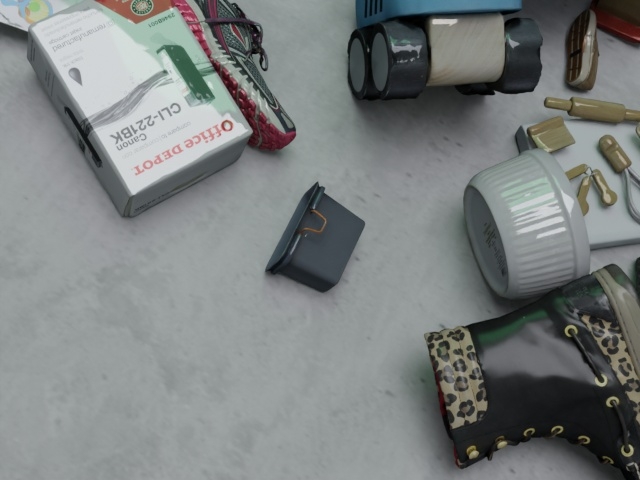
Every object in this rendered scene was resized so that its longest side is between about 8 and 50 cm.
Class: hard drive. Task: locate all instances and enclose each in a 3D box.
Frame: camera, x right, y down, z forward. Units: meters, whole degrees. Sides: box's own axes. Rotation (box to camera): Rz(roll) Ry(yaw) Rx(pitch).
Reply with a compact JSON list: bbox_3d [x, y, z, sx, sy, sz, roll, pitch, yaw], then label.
[{"bbox_3d":[0.467,-0.095,1.641,0.308,0.040,0.203,-7,70,-13],"label":"hard drive"}]

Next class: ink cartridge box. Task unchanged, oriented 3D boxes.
[{"bbox_3d":[-0.249,-0.199,1.487,0.197,0.114,0.272,-30,87,-20],"label":"ink cartridge box"}]

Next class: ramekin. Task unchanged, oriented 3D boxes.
[{"bbox_3d":[0.276,-0.016,1.491,0.109,0.207,0.207,-17,73,-7],"label":"ramekin"}]

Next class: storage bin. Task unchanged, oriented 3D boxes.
[{"bbox_3d":[0.000,0.000,1.493,0.091,0.098,0.135,29,66,-10],"label":"storage bin"}]

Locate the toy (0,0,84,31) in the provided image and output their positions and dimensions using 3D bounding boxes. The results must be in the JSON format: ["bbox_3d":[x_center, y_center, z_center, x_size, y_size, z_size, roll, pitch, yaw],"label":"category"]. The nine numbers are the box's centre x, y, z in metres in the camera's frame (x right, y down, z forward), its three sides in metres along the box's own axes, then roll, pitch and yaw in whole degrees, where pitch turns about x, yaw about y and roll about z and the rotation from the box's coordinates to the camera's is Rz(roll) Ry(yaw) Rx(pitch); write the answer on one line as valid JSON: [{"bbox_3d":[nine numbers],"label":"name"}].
[{"bbox_3d":[-0.411,-0.356,1.564,0.237,0.056,0.136,20,73,-15],"label":"toy"}]

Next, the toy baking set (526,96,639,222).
[{"bbox_3d":[0.429,-0.119,1.609,0.256,0.030,0.196,3,71,-9],"label":"toy baking set"}]

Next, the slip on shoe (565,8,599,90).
[{"bbox_3d":[0.420,-0.300,1.710,0.041,0.051,0.135,22,64,-26],"label":"slip on shoe"}]

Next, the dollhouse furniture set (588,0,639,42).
[{"bbox_3d":[0.402,-0.489,1.706,0.374,0.201,0.152,27,67,7],"label":"dollhouse furniture set"}]

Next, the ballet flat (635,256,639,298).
[{"bbox_3d":[0.469,0.100,1.572,0.057,0.049,0.173,34,66,-33],"label":"ballet flat"}]

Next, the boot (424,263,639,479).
[{"bbox_3d":[0.311,0.243,1.422,0.284,0.138,0.377,-16,100,0],"label":"boot"}]

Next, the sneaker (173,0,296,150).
[{"bbox_3d":[-0.121,-0.262,1.553,0.112,0.121,0.299,-29,76,-21],"label":"sneaker"}]

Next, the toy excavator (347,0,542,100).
[{"bbox_3d":[0.150,-0.433,1.596,0.222,0.433,0.445,-3,98,-12],"label":"toy excavator"}]
